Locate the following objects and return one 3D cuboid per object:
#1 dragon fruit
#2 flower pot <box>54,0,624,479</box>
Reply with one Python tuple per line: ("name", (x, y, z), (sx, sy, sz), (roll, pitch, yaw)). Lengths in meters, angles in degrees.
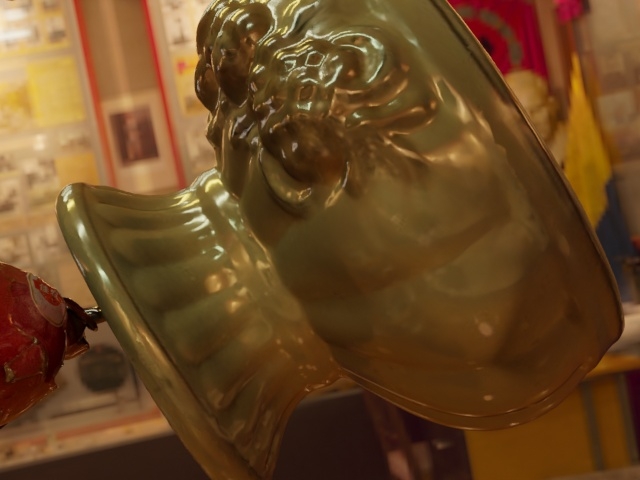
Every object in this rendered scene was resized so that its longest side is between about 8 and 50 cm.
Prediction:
("dragon fruit", (-0.164, 0.046, 0.727), (0.094, 0.094, 0.190), (-9, 7, 27))
("flower pot", (0.000, 0.000, 0.798), (0.244, 0.307, 0.307), (-33, 4, -1))
